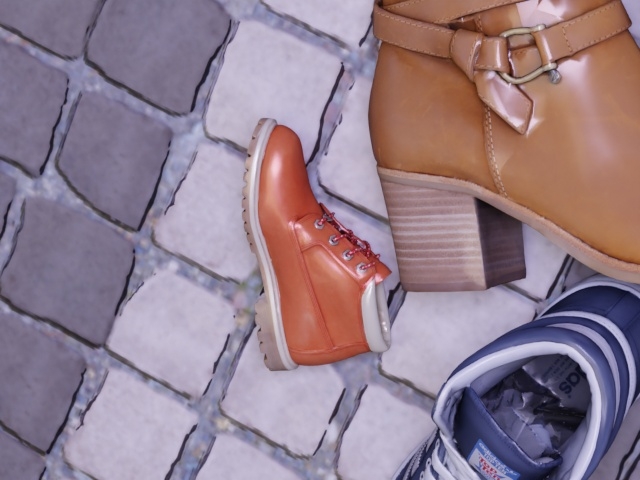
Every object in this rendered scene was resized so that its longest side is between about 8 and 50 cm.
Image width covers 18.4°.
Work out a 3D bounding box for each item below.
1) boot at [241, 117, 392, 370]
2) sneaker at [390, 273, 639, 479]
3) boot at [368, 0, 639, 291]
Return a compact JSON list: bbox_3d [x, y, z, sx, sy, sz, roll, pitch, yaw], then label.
[{"bbox_3d":[0.000,0.000,1.188,0.085,0.059,0.158,-4,107,18],"label":"boot"},{"bbox_3d":[0.088,0.144,1.127,0.099,0.153,0.282,38,111,10],"label":"sneaker"},{"bbox_3d":[0.160,-0.087,1.095,0.283,0.109,0.220,-2,96,28],"label":"boot"}]
